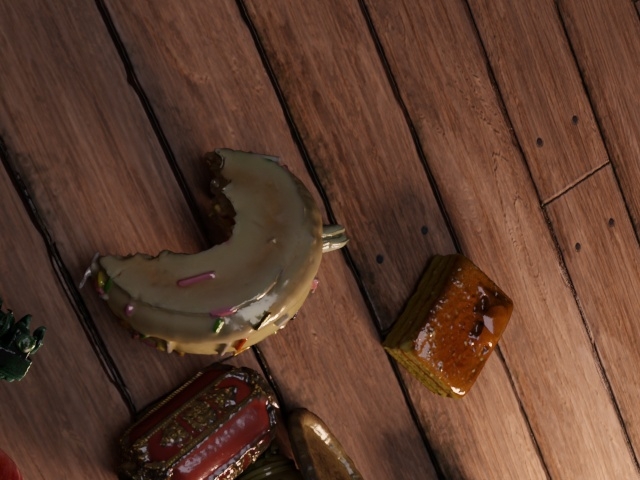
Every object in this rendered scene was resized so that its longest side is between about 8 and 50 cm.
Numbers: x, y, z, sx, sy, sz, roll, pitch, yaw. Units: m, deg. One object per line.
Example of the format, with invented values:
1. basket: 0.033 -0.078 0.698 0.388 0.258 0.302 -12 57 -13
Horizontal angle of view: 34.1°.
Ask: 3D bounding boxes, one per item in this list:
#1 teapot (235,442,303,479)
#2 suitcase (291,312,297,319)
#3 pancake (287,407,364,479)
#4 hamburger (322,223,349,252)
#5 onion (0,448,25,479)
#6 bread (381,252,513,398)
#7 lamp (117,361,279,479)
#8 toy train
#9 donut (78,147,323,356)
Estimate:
1. teapot: -0.088 0.427 1.737 0.269 0.173 0.183 5 55 -50
2. suitcase: -0.077 0.091 1.768 0.059 0.126 0.086 29 73 -30
3. pancake: 0.027 0.403 1.760 0.033 0.286 0.288 -33 110 6
4. hamburger: 0.000 -0.004 1.851 0.121 0.084 0.054 -9 92 -36
5. onion: -0.522 0.420 1.362 0.347 0.285 0.348 -8 102 -40
6. bread: 0.252 0.164 2.000 0.184 0.110 0.234 43 67 -25
7. lamp: -0.192 0.316 1.659 0.274 0.177 0.177 -40 109 -29
8. toy train: -0.450 0.145 1.489 0.070 0.172 0.099 32 83 -29
9. donut: -0.152 0.031 1.644 0.371 0.307 0.150 -47 154 -28
